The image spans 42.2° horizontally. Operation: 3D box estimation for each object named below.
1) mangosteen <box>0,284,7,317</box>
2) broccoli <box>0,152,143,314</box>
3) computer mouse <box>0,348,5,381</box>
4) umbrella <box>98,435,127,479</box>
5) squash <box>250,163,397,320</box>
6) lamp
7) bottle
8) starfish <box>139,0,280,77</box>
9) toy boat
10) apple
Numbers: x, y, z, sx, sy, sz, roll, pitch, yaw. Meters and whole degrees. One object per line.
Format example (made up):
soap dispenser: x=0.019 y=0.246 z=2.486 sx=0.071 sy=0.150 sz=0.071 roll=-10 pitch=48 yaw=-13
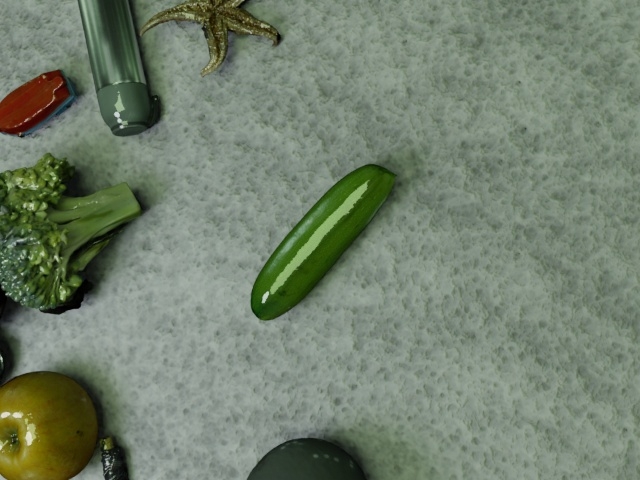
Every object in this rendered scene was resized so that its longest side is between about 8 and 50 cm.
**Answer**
mangosteen: x=-0.591 y=0.083 z=1.258 sx=0.212 sy=0.250 sz=0.211 roll=-1 pitch=96 yaw=-14
broccoli: x=-0.397 y=-0.017 z=1.292 sx=0.244 sy=0.263 sz=0.246 roll=-22 pitch=117 yaw=-11
computer mouse: x=-0.589 y=0.230 z=1.377 sx=0.192 sy=0.062 sz=0.105 roll=-38 pitch=81 yaw=16
umbrella: x=-0.322 y=0.381 z=1.314 sx=0.037 sy=0.040 sz=0.143 roll=-16 pitch=88 yaw=6
squash: x=-0.001 y=0.000 z=1.222 sx=0.082 sy=0.082 sz=0.292 roll=42 pitch=97 yaw=12
lamp: x=0.033 y=0.406 z=1.182 sx=0.314 sy=0.182 sz=0.182 roll=35 pitch=98 yaw=-17
bottle: x=-0.320 y=-0.294 z=1.319 sx=0.096 sy=0.079 sz=0.253 roll=-10 pitch=83 yaw=-24
starfish: x=-0.165 y=-0.360 z=1.290 sx=0.238 sy=0.057 sz=0.213 roll=-8 pitch=78 yaw=10
toy boat: x=-0.470 y=-0.220 z=1.362 sx=0.173 sy=0.059 sz=0.069 roll=-28 pitch=81 yaw=19
apple: x=-0.436 y=0.293 z=1.286 sx=0.183 sy=0.155 sz=0.182 roll=0 pitch=88 yaw=13
